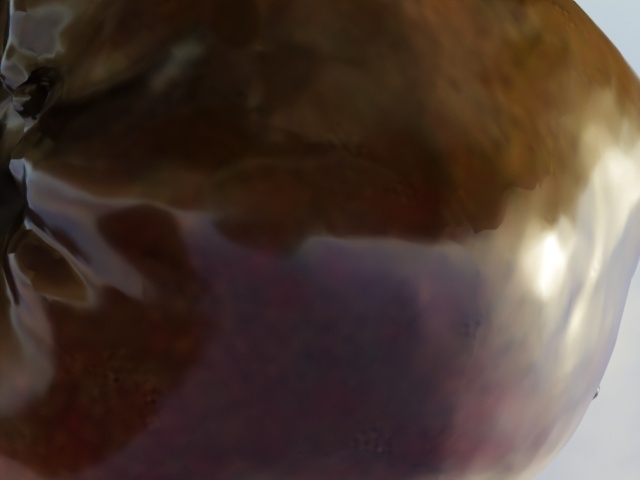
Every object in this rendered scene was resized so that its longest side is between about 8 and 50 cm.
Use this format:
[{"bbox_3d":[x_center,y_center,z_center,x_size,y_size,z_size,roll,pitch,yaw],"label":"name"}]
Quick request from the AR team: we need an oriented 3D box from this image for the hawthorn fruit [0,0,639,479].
[{"bbox_3d":[0.000,0.000,0.572,0.248,0.208,0.208,18,-178,-41],"label":"hawthorn fruit"}]
